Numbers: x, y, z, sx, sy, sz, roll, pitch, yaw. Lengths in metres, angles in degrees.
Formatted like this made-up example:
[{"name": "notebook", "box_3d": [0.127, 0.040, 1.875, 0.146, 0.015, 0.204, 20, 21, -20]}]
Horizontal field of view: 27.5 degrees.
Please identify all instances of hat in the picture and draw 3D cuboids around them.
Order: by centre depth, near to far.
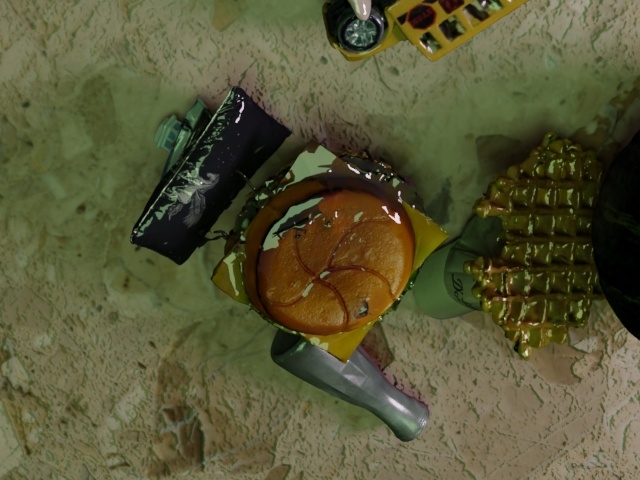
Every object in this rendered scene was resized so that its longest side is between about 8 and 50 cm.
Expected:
[{"name": "hat", "box_3d": [0.183, 0.037, 1.560, 0.166, 0.081, 0.122, -26, 110, 24]}]

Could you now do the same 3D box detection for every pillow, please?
[{"name": "pillow", "box_3d": [-0.126, -0.068, 1.467, 0.055, 0.141, 0.208, 39, 93, 27]}]

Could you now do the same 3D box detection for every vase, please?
[{"name": "vase", "box_3d": [0.043, 0.171, 1.622, 0.214, 0.086, 0.086, 38, 111, -20]}]

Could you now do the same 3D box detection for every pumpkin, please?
[{"name": "pumpkin", "box_3d": [0.457, -0.005, 1.427, 0.323, 0.241, 0.323, -4, 107, -13]}]

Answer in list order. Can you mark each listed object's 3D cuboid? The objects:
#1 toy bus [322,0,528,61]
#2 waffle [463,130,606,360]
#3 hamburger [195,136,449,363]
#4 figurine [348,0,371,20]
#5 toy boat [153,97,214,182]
[{"name": "toy bus", "box_3d": [0.161, -0.295, 1.375, 0.335, 0.121, 0.123, -32, 124, 15]}, {"name": "waffle", "box_3d": [0.259, 0.003, 1.490, 0.231, 0.051, 0.228, -45, 118, -20]}, {"name": "hamburger", "box_3d": [0.000, 0.000, 1.494, 0.262, 0.138, 0.243, 34, 103, -27]}, {"name": "figurine", "box_3d": [-0.003, -0.342, 1.327, 0.127, 0.155, 0.235, -36, 106, 3]}, {"name": "toy boat", "box_3d": [-0.163, -0.103, 1.508, 0.066, 0.059, 0.140, 33, 118, 15]}]
